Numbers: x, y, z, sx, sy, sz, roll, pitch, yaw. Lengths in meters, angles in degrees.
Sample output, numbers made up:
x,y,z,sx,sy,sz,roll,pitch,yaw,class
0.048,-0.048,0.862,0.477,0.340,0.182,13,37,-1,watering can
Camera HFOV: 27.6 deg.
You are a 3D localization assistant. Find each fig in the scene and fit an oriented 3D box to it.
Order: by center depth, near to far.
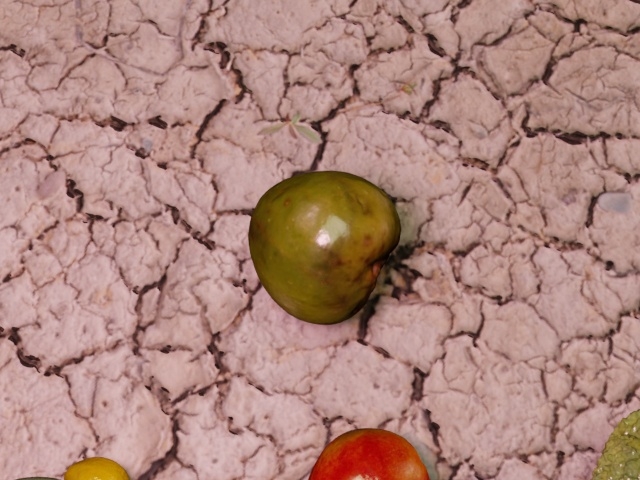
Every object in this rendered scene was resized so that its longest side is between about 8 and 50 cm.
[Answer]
x,y,z,sx,sy,sz,roll,pitch,yaw,class
0.000,0.000,1.525,0.191,0.181,0.181,25,71,33,fig

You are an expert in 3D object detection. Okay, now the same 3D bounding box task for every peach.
x,y,z,sx,sy,sz,roll,pitch,yaw,class
0.042,0.280,1.470,0.118,0.151,0.151,12,64,-44,peach

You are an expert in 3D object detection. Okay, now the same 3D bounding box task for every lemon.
x,y,z,sx,sy,sz,roll,pitch,yaw,class
-0.250,0.281,1.489,0.092,0.065,0.065,22,73,7,lemon

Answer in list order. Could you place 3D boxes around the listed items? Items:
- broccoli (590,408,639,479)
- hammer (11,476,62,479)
x,y,z,sx,sy,sz,roll,pitch,yaw,class
0.444,0.278,1.459,0.254,0.186,0.302,-52,122,-18,broccoli
-0.202,0.343,1.425,0.336,0.119,0.206,-9,97,-10,hammer
